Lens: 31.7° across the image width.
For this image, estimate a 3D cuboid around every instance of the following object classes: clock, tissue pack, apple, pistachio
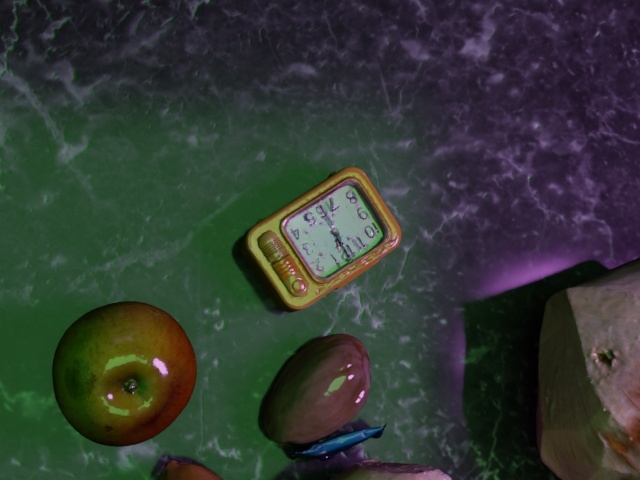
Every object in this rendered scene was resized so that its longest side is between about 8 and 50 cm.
[{"bbox_3d":[0.000,0.000,1.607,0.202,0.096,0.143,-34,88,-14],"label":"clock"},{"bbox_3d":[0.027,0.287,1.585,0.138,0.085,0.028,-17,76,-12],"label":"tissue pack"},{"bbox_3d":[-0.259,0.175,1.492,0.196,0.196,0.196,1,84,-12],"label":"apple"},{"bbox_3d":[-0.003,0.212,1.579,0.126,0.108,0.185,40,84,22],"label":"pistachio"}]

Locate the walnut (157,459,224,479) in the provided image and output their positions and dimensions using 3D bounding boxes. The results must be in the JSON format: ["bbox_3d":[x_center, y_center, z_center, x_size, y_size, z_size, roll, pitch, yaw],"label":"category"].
[{"bbox_3d":[-0.149,0.407,1.513,0.137,0.137,0.245,-28,85,-13],"label":"walnut"}]

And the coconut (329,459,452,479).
[{"bbox_3d":[0.086,0.439,1.480,0.297,0.297,0.254,45,66,-4],"label":"coconut"}]

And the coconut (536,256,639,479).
[{"bbox_3d":[0.476,0.197,1.555,0.415,0.344,0.416,1,86,-14],"label":"coconut"}]
